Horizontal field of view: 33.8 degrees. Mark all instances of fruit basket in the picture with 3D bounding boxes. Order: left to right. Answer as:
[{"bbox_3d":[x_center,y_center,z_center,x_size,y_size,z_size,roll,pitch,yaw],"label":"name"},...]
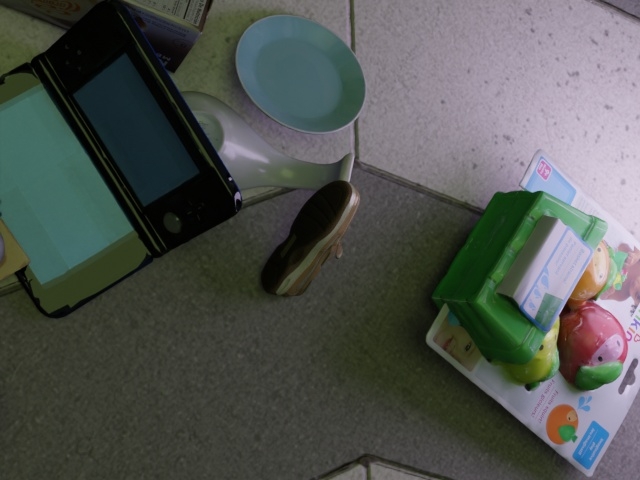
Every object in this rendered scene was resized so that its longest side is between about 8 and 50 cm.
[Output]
[{"bbox_3d":[0.346,0.103,1.456,0.353,0.165,0.327,39,74,-16],"label":"fruit basket"}]

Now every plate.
[{"bbox_3d":[-0.028,-0.217,1.399,0.188,0.024,0.188,12,60,-20],"label":"plate"}]

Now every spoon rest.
[{"bbox_3d":[-0.099,-0.109,1.370,0.276,0.084,0.137,14,79,-4],"label":"spoon rest"}]

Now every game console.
[{"bbox_3d":[-0.281,-0.091,1.250,0.173,0.250,0.293,-39,100,-45],"label":"game console"}]

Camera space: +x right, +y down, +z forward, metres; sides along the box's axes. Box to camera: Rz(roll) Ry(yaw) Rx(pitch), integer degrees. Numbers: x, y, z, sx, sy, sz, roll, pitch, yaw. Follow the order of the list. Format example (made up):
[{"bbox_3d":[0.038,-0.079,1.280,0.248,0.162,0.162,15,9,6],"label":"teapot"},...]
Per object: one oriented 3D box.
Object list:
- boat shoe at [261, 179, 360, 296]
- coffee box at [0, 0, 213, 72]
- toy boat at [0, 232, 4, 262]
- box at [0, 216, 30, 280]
[{"bbox_3d":[0.000,0.000,1.356,0.072,0.190,0.068,17,38,-34],"label":"boat shoe"},{"bbox_3d":[-0.263,-0.313,1.284,0.246,0.141,0.098,20,72,-18],"label":"coffee box"},{"bbox_3d":[-0.446,0.118,1.129,0.267,0.148,0.318,33,72,-11],"label":"toy boat"},{"bbox_3d":[-0.466,-0.014,1.239,0.164,0.021,0.201,-33,96,-10],"label":"box"}]
